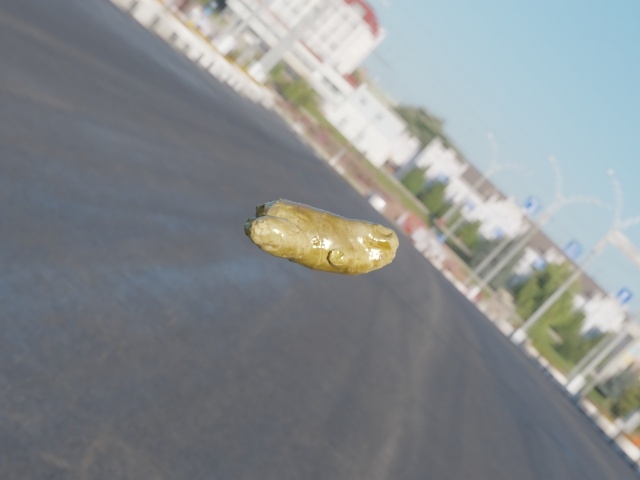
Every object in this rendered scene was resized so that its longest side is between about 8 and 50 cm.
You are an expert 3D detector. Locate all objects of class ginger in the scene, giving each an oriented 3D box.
[{"bbox_3d":[-0.011,-0.004,1.744,0.205,0.081,0.115,14,-9,-27],"label":"ginger"}]
